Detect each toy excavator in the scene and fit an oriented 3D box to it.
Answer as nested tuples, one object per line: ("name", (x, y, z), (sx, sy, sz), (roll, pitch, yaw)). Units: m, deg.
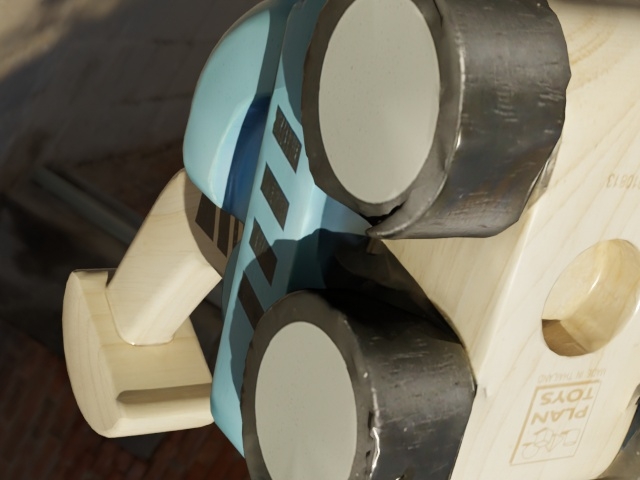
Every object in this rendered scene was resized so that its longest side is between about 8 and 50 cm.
("toy excavator", (0.000, 0.000, 0.721), (0.222, 0.445, 0.432), (-2, 118, -31))
